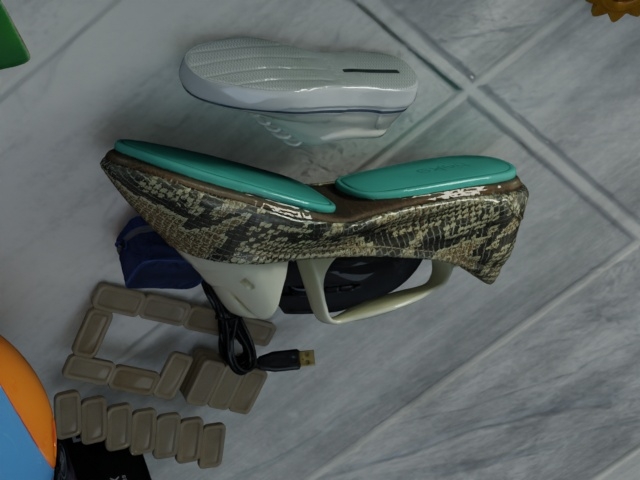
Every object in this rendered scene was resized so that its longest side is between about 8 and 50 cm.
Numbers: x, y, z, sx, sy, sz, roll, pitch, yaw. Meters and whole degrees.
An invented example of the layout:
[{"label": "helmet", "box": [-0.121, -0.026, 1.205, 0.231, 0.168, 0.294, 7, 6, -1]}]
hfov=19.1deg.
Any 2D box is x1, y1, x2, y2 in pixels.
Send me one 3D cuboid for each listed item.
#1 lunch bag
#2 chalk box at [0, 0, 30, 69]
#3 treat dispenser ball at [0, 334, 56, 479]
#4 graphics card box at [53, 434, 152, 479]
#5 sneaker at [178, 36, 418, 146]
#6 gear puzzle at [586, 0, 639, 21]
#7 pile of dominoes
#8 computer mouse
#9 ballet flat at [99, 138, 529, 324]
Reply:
[{"label": "lunch bag", "box": [-0.166, 0.008, 1.968, 0.098, 0.065, 0.067, 3, 150, -30]}, {"label": "chalk box", "box": [-0.395, -0.136, 1.604, 0.289, 0.179, 0.180, -24, 140, -1]}, {"label": "treat dispenser ball", "box": [-0.408, 0.208, 1.896, 0.288, 0.288, 0.288, -14, 140, -12]}, {"label": "graphics card box", "box": [-0.218, 0.407, 2.151, 0.094, 0.371, 0.232, -8, 140, -18]}, {"label": "sneaker", "box": [-0.024, -0.133, 1.851, 0.258, 0.094, 0.091, 3, 130, -30]}, {"label": "gear puzzle", "box": [0.428, -0.279, 1.955, 0.339, 0.044, 0.175, -12, 141, -9]}, {"label": "pile of dominoes", "box": [-0.182, 0.149, 2.127, 0.251, 0.040, 0.196, 16, 108, -34]}, {"label": "computer mouse", "box": [0.004, 0.072, 2.098, 0.262, 0.060, 0.184, -13, 127, -12]}, {"label": "ballet flat", "box": [0.000, 0.000, 1.941, 0.483, 0.164, 0.182, 1, 106, -30]}]
